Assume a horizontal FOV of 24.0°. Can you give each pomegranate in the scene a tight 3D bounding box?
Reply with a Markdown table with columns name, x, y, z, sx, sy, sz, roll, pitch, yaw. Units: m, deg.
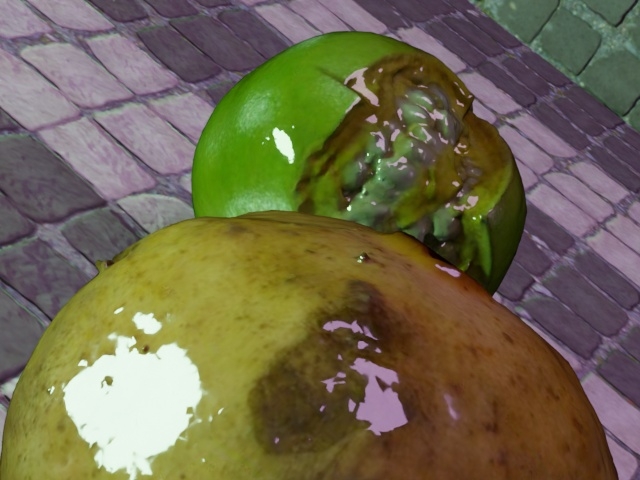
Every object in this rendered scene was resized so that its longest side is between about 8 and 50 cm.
| name | x | y | z | sx | sy | sz | roll | pitch | yaw |
| --- | --- | --- | --- | --- | --- | --- | --- | --- | --- |
| pomegranate | -0.004 | 0.118 | 0.690 | 0.281 | 0.281 | 0.281 | 28 | 25 | -15 |
| pomegranate | 0.000 | 0.000 | 0.999 | 0.236 | 0.236 | 0.302 | 38 | 58 | 6 |
